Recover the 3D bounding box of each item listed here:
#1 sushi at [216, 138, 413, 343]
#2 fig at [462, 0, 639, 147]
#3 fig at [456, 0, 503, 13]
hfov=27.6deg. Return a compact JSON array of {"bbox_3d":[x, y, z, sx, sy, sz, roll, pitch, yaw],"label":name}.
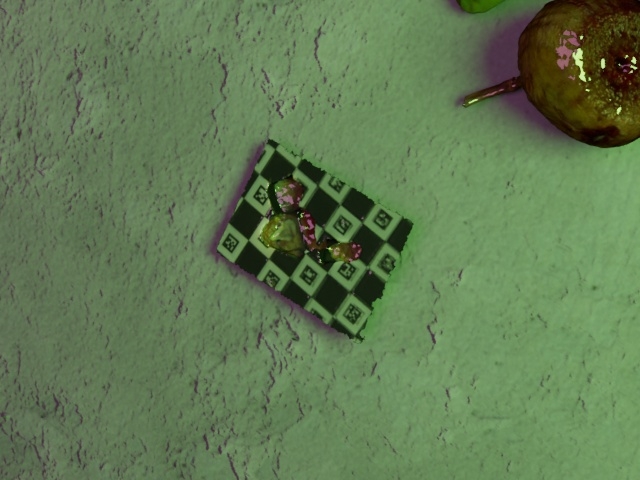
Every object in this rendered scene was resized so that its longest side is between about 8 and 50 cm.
[{"bbox_3d":[0.000,0.000,1.339,0.201,0.031,0.139,32,103,26],"label":"sushi"},{"bbox_3d":[0.227,-0.149,1.205,0.146,0.134,0.201,53,157,-10],"label":"fig"},{"bbox_3d":[0.190,-0.319,1.182,0.233,0.167,0.167,-47,71,9],"label":"fig"}]
